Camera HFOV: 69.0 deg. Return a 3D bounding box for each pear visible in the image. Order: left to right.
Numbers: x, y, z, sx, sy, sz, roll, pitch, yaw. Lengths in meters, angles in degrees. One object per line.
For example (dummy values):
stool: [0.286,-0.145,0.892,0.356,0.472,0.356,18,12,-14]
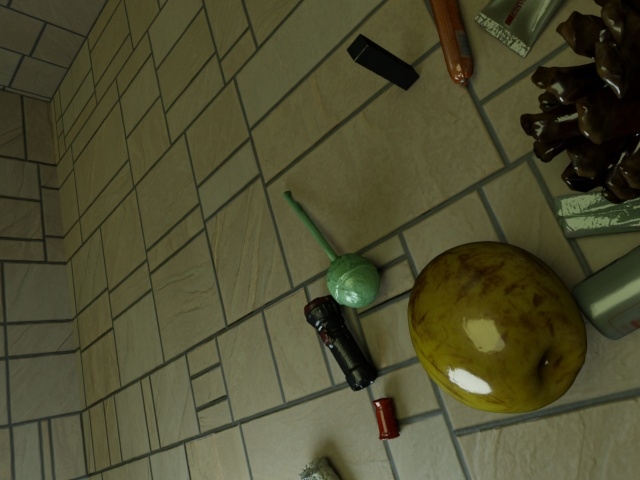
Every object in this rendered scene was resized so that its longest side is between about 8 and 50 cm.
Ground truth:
pear: [0.282,0.140,0.762,0.281,0.281,0.280,-5,82,42]

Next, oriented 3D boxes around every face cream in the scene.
face cream: [0.432,-0.513,0.826,0.137,0.084,0.341,51,126,22]
face cream: [0.508,0.043,0.678,0.252,0.101,0.101,-44,59,30]

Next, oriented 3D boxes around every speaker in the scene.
speaker: [0.139,-0.378,0.996,0.046,0.191,0.040,-43,58,32]

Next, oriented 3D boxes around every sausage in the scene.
sausage: [0.266,-0.480,0.983,0.053,0.053,0.347,-21,72,39]

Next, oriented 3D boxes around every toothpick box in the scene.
toothpick box: [0.142,0.386,1.015,0.047,0.047,0.083,-23,70,39]

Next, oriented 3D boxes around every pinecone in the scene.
pinecone: [0.454,-0.196,0.614,0.385,0.385,0.384,-5,82,42]

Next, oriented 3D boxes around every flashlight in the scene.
flashlight: [0.045,0.240,1.093,0.093,0.093,0.232,-48,57,28]

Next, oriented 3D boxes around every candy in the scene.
candy: [0.000,0.000,1.162,0.119,0.119,0.440,-59,45,21]

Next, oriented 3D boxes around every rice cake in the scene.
rice cake: [0.493,-0.050,0.740,0.222,0.042,0.080,-9,84,41]

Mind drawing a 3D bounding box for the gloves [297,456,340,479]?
gloves: [0.006,0.604,1.101,0.114,0.070,0.153,-54,56,24]
